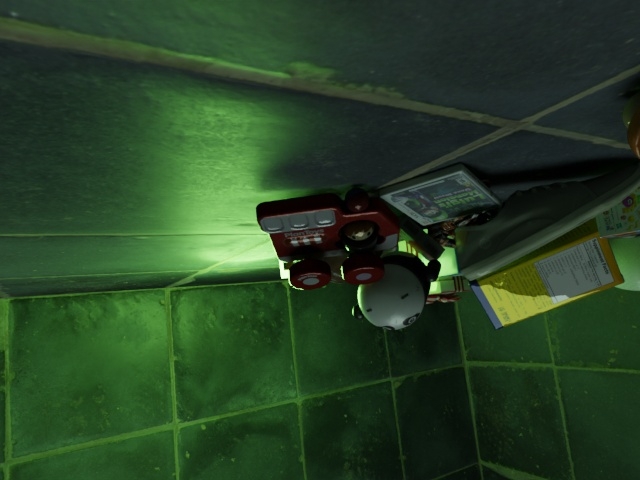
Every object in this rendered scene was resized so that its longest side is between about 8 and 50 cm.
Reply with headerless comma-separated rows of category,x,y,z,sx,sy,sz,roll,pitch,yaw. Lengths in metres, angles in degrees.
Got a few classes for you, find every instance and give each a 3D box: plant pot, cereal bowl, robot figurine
plant pot,0.084,0.022,1.281,0.166,0.167,0.165,-1,161,-30
cereal bowl,1.009,-0.011,1.406,0.338,0.141,0.339,-31,-156,15
robot figurine,0.200,0.127,1.178,0.173,0.209,0.278,21,-163,14

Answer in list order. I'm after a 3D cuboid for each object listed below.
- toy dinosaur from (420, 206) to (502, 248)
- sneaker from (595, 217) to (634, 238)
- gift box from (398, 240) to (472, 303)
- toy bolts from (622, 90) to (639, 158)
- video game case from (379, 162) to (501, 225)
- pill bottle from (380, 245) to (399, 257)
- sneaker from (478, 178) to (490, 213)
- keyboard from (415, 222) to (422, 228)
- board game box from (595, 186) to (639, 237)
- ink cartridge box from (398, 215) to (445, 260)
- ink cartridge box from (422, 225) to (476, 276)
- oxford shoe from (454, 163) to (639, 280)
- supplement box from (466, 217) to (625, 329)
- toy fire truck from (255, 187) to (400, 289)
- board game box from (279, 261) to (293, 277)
toy dinosaur,0.369,-0.037,1.221,0.218,0.165,0.322,7,-176,-1
sneaker,0.826,-0.080,1.367,0.278,0.107,0.118,0,142,26
gift box,0.445,0.123,1.794,0.255,0.258,0.276,0,168,-32
toy bolts,0.511,-0.178,0.527,0.228,0.159,0.218,5,128,-11
video game case,0.250,-0.088,0.938,0.190,0.022,0.173,-15,150,42
pill bottle,0.197,0.022,1.459,0.111,0.112,0.186,-9,170,14
sneaker,0.351,-0.093,0.993,0.061,0.065,0.157,-11,170,29
keyboard,0.314,-0.052,1.360,0.191,0.038,0.100,3,-176,-32
board game box,0.787,-0.099,1.005,0.142,0.145,0.275,0,170,-39
ink cartridge box,0.249,-0.001,1.259,0.145,0.045,0.179,41,168,-5
ink cartridge box,0.487,0.032,1.528,0.232,0.172,0.168,-1,170,-27
oxford shoe,0.485,-0.067,0.967,0.449,0.130,0.169,-27,167,0
supplement box,0.607,0.067,1.272,0.356,0.194,0.195,-27,-155,20
toy fire truck,0.027,-0.020,1.002,0.301,0.170,0.254,-7,151,4
board game box,-0.105,0.039,1.317,0.039,0.124,0.259,-5,171,-10
